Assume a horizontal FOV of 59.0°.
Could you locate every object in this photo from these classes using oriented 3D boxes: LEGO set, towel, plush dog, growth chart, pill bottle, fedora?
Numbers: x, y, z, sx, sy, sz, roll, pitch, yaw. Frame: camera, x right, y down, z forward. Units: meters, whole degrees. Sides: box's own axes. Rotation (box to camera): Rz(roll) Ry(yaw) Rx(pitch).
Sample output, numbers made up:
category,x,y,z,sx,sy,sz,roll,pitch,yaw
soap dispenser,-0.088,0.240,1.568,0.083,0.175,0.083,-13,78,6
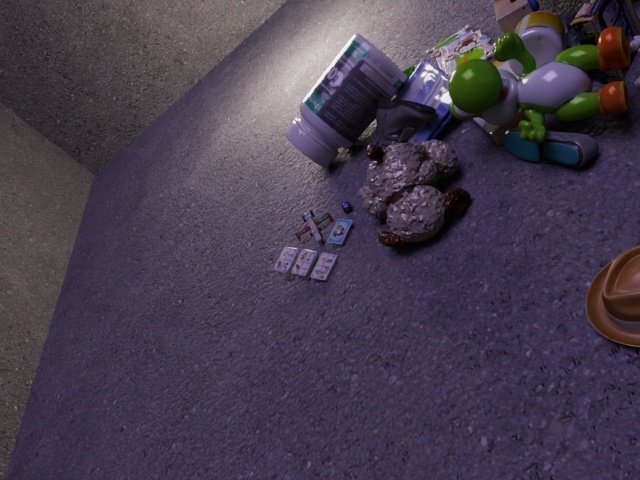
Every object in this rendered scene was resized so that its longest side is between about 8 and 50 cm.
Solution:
category,x,y,z,sx,sy,sz,roll,pitch,yaw
LEGO set,0.000,0.000,1.531,0.182,0.060,0.244,8,62,37
towel,0.280,-0.374,1.553,0.209,0.034,0.285,-54,29,21
plush dog,0.203,-0.103,1.288,0.262,0.210,0.225,-35,63,20
growth chart,0.410,-0.551,1.652,0.172,0.021,0.237,-32,37,20
pill bottle,0.069,-0.408,1.689,0.361,0.204,0.204,-50,32,15
fedora,0.493,0.067,0.861,0.194,0.079,0.194,-30,37,25
pill bottle,0.505,-0.460,1.316,0.117,0.117,0.215,-20,23,34

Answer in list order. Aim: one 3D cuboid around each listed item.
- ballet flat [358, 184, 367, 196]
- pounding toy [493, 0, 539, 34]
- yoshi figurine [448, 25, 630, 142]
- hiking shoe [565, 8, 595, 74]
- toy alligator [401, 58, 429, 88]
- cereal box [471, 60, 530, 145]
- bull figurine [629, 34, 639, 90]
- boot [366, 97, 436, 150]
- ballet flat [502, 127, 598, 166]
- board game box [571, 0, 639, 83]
category,x,y,z,sx,sy,sz,roll,pitch,yaw
ballet flat,0.169,-0.155,1.478,0.173,0.049,0.057,-18,41,36
pounding toy,0.498,-0.617,1.453,0.094,0.206,0.181,-23,40,32
yoshi figurine,0.414,-0.312,1.146,0.362,0.203,0.203,-2,44,37
hiking shoe,0.619,-0.467,1.272,0.114,0.086,0.227,-19,44,36
toy alligator,0.258,-0.498,1.743,0.190,0.056,0.051,-13,88,39
cereal box,0.441,-0.348,1.379,0.173,0.047,0.240,-39,34,13
bull figurine,0.688,-0.332,1.042,0.188,0.101,0.310,-16,44,40
boot,0.214,-0.292,1.522,0.246,0.083,0.161,33,114,62
ballet flat,0.479,-0.199,1.183,0.068,0.072,0.213,-26,29,-20
board game box,0.605,-0.441,1.184,0.048,0.170,0.141,10,62,54
